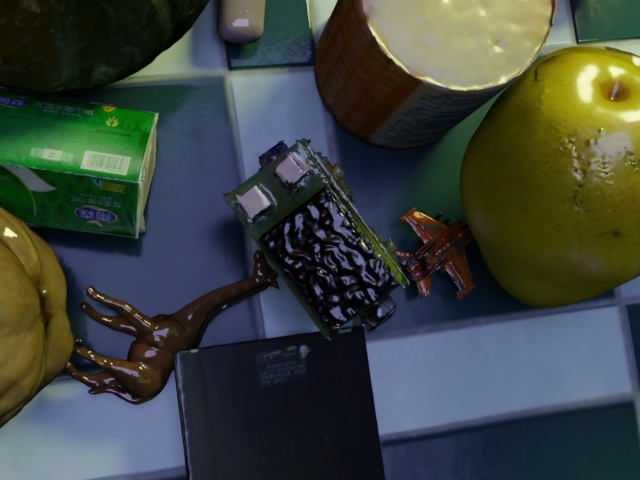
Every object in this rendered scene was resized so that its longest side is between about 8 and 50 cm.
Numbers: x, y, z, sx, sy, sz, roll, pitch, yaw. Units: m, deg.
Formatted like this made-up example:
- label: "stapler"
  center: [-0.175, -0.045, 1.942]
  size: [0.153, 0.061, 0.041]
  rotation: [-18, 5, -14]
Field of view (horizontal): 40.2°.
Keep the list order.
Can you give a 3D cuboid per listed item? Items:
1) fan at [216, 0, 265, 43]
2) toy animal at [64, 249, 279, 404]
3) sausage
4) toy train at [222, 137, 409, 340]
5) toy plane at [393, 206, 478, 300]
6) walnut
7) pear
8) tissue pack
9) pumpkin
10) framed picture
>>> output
- label: "fan"
  center: [-0.098, -0.379, 1.151]
  size: [0.130, 0.074, 0.244]
  rotation: [3, 83, -9]
- label: "toy animal"
  center: [-0.179, 0.097, 1.077]
  size: [0.230, 0.066, 0.224]
  rotation: [17, 85, -19]
- label: "sausage"
  center: [0.125, -0.247, 1.061]
  size: [0.233, 0.287, 0.233]
  rotation: [1, 83, -8]
- label: "toy train"
  center: [0.000, 0.000, 1.050]
  size: [0.134, 0.177, 0.260]
  rotation: [-36, 89, 10]
- label: "toy plane"
  center: [0.179, -0.004, 1.160]
  size: [0.188, 0.062, 0.135]
  rotation: [-38, 90, -26]
- label: "walnut"
  center: [-0.449, 0.089, 0.916]
  size: [0.344, 0.306, 0.306]
  rotation: [2, 82, 3]
- label: "pear"
  center: [0.298, -0.066, 1.046]
  size: [0.285, 0.336, 0.284]
  rotation: [14, 53, -19]
- label: "tissue pack"
  center: [-0.311, -0.075, 1.051]
  size: [0.209, 0.156, 0.148]
  rotation: [7, 45, -7]
- label: "pumpkin"
  center: [-0.318, -0.389, 0.977]
  size: [0.455, 0.344, 0.454]
  rotation: [3, 80, -17]
- label: "framed picture"
  center: [-0.038, 0.287, 1.074]
  size: [0.256, 0.014, 0.338]
  rotation: [-6, 85, -23]
